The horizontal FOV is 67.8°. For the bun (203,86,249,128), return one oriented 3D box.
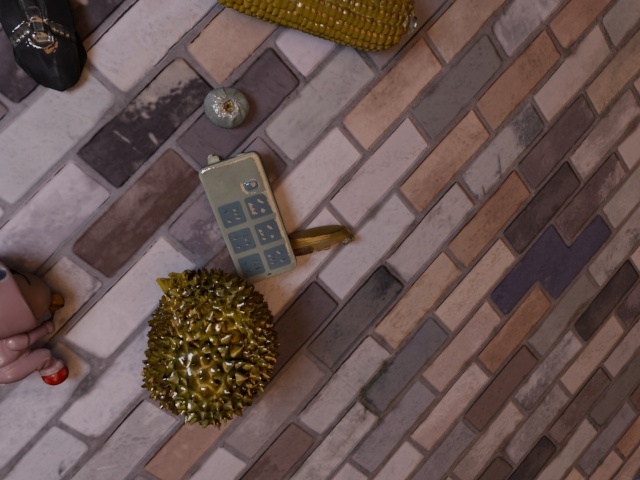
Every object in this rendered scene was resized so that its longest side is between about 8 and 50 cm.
[{"bbox_3d":[-0.171,-0.243,0.871,0.083,0.045,0.083,-3,98,-19],"label":"bun"}]

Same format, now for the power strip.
[{"bbox_3d":[-0.136,-0.043,0.914,0.118,0.046,0.270,-18,108,1],"label":"power strip"}]

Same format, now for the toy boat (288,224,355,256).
[{"bbox_3d":[0.000,0.000,0.992,0.149,0.047,0.048,-11,119,-14],"label":"toy boat"}]

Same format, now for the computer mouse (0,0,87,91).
[{"bbox_3d":[-0.435,-0.330,0.740,0.106,0.062,0.192,-16,108,-18],"label":"computer mouse"}]

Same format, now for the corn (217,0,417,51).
[{"bbox_3d":[-0.013,-0.435,0.844,0.388,0.144,0.143,7,99,-17],"label":"corn"}]

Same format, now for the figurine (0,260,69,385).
[{"bbox_3d":[-0.528,0.135,0.779,0.186,0.176,0.287,-47,142,-51],"label":"figurine"}]

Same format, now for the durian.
[{"bbox_3d":[-0.192,0.187,0.860,0.258,0.258,0.292,4,94,-22],"label":"durian"}]
